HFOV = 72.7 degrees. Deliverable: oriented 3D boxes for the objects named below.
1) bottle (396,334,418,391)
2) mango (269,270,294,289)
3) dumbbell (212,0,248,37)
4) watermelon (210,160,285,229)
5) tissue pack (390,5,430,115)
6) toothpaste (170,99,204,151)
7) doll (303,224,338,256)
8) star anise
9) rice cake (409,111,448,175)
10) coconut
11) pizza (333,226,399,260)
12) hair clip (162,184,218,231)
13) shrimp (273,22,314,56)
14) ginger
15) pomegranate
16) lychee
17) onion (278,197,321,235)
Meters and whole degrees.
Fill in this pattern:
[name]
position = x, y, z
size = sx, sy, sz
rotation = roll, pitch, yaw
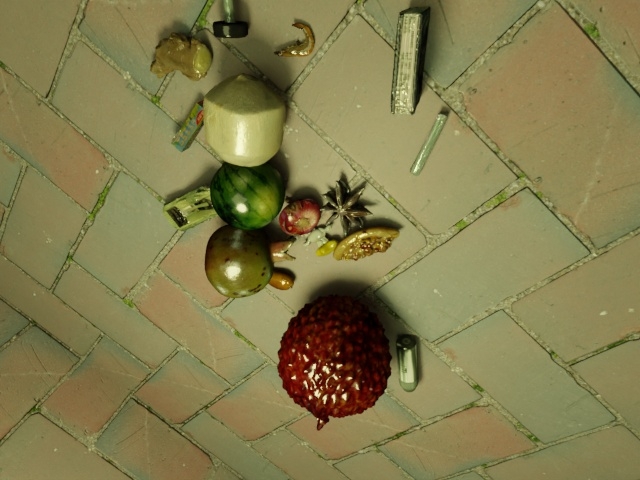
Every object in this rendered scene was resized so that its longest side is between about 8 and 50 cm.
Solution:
[bottle]
position = 0.338, 0.486, 1.713
size = 0.096, 0.079, 0.254
rotation = 29, 137, 49
[mango]
position = -0.160, 0.150, 1.683
size = 0.127, 0.063, 0.077
rotation = 17, 130, 15
[dumbbell]
position = -0.252, -0.660, 1.185
size = 0.100, 0.100, 0.191
rotation = 10, 124, 13
[watermelon]
position = -0.236, -0.155, 1.411
size = 0.242, 0.242, 0.242
rotation = 9, 123, 14
[tissue pack]
position = 0.227, -0.456, 1.101
size = 0.073, 0.173, 0.236
rotation = 9, 122, 15
[toothpaste]
position = -0.430, -0.375, 1.443
size = 0.044, 0.070, 0.193
rotation = 42, 125, -7
[doll]
position = -0.005, 0.004, 1.539
size = 0.135, 0.071, 0.113
rotation = -8, 110, 29
[star anise]
position = 0.088, -0.110, 1.431
size = 0.180, 0.061, 0.205
rotation = -15, 116, 32
[rice cake]
position = 0.315, -0.279, 1.266
size = 0.033, 0.033, 0.208
rotation = 25, 125, 5
[coconut]
position = -0.218, -0.363, 1.274
size = 0.245, 0.245, 0.247
rotation = 19, 124, 7
[pizza]
position = 0.150, 0.013, 1.465
size = 0.246, 0.058, 0.127
rotation = -12, 141, 15
[hair clip]
position = -0.447, -0.131, 1.595
size = 0.321, 0.091, 0.138
rotation = -14, 124, 39
[shrimp]
position = -0.080, -0.561, 1.232
size = 0.127, 0.025, 0.091
rotation = -9, 117, 19
[ginger]
position = -0.438, -0.563, 1.330
size = 0.213, 0.074, 0.137
rotation = 12, 124, 19
[pomegranate]
position = -0.250, 0.068, 1.557
size = 0.323, 0.291, 0.291
rotation = -1, 126, -16
[lychee]
position = 0.048, 0.444, 1.568
size = 0.424, 0.424, 0.500
rotation = 7, 95, 15
[onion]
position = -0.081, -0.099, 1.485
size = 0.150, 0.140, 0.150
rotation = -19, 140, -17
